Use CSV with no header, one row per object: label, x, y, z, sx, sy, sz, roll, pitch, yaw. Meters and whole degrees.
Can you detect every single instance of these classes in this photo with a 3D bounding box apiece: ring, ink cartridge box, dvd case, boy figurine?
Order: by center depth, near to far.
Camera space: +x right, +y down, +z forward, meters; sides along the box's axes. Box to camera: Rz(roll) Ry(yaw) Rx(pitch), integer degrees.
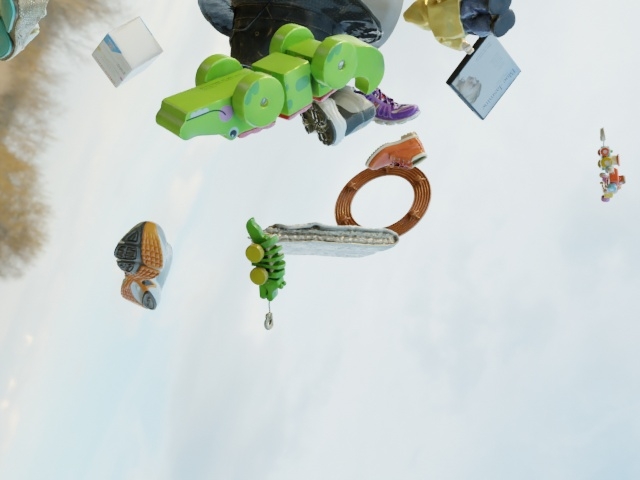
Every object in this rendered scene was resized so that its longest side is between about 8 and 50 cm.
ink cartridge box,-0.421,-0.403,1.841,0.090,0.092,0.143,-40,-168,-29
boy figurine,0.315,-0.521,1.991,0.092,0.177,0.285,-37,-150,-27
dvd case,0.453,-0.452,2.345,0.022,0.253,0.180,41,-82,34
ring,0.200,-0.134,2.798,0.336,0.032,0.336,-13,-128,17

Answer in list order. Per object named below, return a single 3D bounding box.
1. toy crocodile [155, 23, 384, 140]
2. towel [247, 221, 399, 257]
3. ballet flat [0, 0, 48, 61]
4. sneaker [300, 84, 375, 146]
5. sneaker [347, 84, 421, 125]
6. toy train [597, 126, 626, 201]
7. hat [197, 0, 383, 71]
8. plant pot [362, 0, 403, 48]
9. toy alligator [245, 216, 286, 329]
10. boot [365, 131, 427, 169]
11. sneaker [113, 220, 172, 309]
toy crocodile,-0.057,-0.200,1.110,0.115,0.340,0.105,28,-44,39
towel,0.000,0.000,1.779,0.187,0.282,0.049,160,-68,-68
ballet flat,-0.451,-0.325,1.279,0.206,0.067,0.073,-15,-84,59
sneaker,0.020,-0.249,1.583,0.271,0.108,0.100,-130,-159,-60
sneaker,0.115,-0.271,1.684,0.068,0.170,0.071,-46,144,-56
toy train,0.611,-0.152,1.776,0.125,0.046,0.166,75,18,-53
hat,-0.060,-0.337,1.492,0.331,0.331,0.134,-12,-113,64
plant pot,0.009,-0.522,1.778,0.323,0.280,0.323,-24,-118,57
toy alligator,-0.075,0.053,1.325,0.056,0.051,0.190,-45,129,-60
boot,0.194,-0.209,2.163,0.084,0.158,0.059,62,-4,22
sneaker,-0.335,0.023,1.658,0.262,0.099,0.121,114,-3,-55
